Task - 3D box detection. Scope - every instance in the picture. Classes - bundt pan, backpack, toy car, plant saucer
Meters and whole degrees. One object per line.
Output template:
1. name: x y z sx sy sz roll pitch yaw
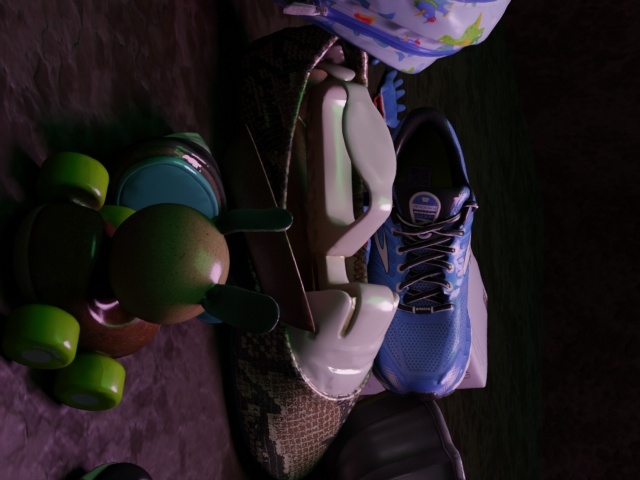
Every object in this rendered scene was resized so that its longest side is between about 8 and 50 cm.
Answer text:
1. bundt pan: 0.080 0.320 1.398 0.331 0.124 0.330 168 -90 -82
2. backpack: 0.042 -0.335 1.279 0.290 0.356 0.273 -66 171 -56
3. toy car: -0.111 0.025 0.921 0.149 0.189 0.155 60 30 -55
4. plant saucer: -0.052 -0.006 1.151 0.198 0.036 0.198 162 -90 -86

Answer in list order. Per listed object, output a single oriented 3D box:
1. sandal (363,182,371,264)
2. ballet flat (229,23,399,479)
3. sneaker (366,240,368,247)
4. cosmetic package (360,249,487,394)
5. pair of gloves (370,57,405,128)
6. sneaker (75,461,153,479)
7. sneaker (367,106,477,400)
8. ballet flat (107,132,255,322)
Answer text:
1. sandal: 0.022 0.018 1.524 0.317 0.126 0.138 -81 149 -54
2. ballet flat: 0.000 0.000 1.308 0.164 0.182 0.482 11 73 -45
3. sneaker: -0.005 -0.003 1.432 0.042 0.119 0.067 111 -4 -48
4. cosmetic package: 0.115 0.098 1.669 0.151 0.184 0.151 63 27 -51
5. pair of gloves: 0.103 -0.272 2.023 0.159 0.023 0.198 -42 126 -70
6. sneaker: -0.138 0.266 0.875 0.283 0.124 0.107 -71 151 -55
7. sneaker: 0.100 0.007 1.358 0.147 0.130 0.329 83 6 -68
8. ballet flat: -0.121 -0.028 1.099 0.280 0.095 0.096 78 5 -59
